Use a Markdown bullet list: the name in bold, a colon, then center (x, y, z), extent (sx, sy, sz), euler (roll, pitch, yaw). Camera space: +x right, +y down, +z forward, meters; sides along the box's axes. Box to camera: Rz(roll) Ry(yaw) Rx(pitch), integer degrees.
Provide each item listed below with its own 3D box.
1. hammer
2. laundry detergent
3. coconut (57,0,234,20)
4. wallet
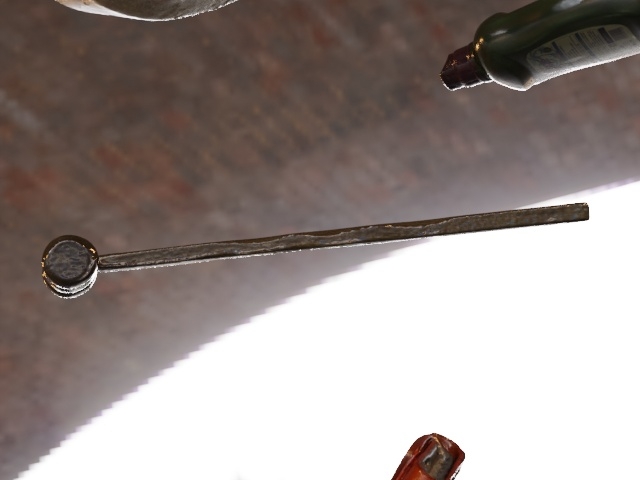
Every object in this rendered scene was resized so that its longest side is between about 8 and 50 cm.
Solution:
- **hammer**: center (0.000, 0.000, 1.009), extent (0.292, 0.029, 0.058), euler (-6, -5, -8)
- **laundry detergent**: center (0.222, -0.189, 1.829), extent (0.222, 0.078, 0.144), euler (-21, -17, 26)
- **coconut**: center (-0.157, -0.302, 1.598), extent (0.237, 0.237, 0.266), euler (-1, 8, -25)
- **wallet**: center (0.044, 0.253, 1.521), extent (0.204, 0.045, 0.142), euler (-60, -7, 10)
